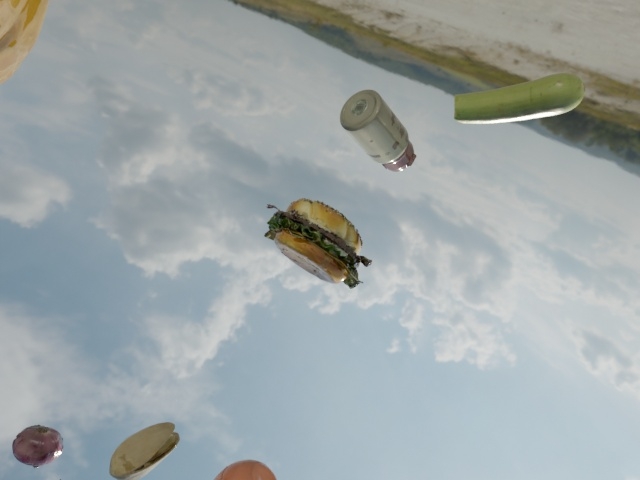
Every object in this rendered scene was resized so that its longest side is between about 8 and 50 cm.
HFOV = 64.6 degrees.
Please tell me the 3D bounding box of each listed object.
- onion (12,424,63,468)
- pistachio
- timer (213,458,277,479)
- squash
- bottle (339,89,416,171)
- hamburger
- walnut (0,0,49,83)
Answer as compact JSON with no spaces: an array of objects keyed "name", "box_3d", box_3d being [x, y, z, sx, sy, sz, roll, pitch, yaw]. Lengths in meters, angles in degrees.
[{"name":"onion","box_3d":[-0.699,0.512,1.253,0.115,0.105,0.115,10,-171,-2]},{"name":"pistachio","box_3d":[-0.544,0.654,1.569,0.223,0.126,0.152,-31,-158,-35]},{"name":"timer","box_3d":[-0.246,0.831,1.622,0.229,0.215,0.230,44,-166,-14]},{"name":"squash","box_3d":[0.403,-0.286,1.037,0.249,0.083,0.083,-4,-168,24]},{"name":"bottle","box_3d":[0.147,-0.248,1.207,0.233,0.110,0.110,35,-172,-49]},{"name":"hamburger","box_3d":[0.001,0.002,0.813,0.189,0.093,0.164,43,164,-30]},{"name":"walnut","box_3d":[-0.424,-0.284,0.394,0.397,0.355,0.308,16,161,-21]}]
